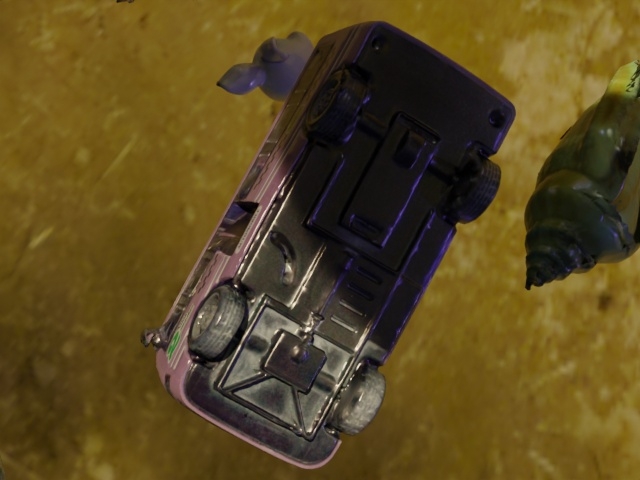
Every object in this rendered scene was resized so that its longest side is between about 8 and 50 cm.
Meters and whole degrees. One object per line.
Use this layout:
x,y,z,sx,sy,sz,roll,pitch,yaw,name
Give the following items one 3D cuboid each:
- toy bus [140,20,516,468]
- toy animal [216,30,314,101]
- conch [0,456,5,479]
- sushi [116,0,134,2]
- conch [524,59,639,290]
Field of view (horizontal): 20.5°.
0.000,0.000,0.837,0.096,0.108,0.199,30,85,-19,toy bus
-0.025,-0.146,1.615,0.124,0.085,0.071,35,118,-25,toy animal
-0.407,0.233,1.731,0.196,0.202,0.134,2,102,-16,conch
-0.086,-0.240,1.367,0.103,0.226,0.097,65,152,11,sushi
0.185,-0.043,1.167,0.079,0.201,0.095,19,158,6,conch
